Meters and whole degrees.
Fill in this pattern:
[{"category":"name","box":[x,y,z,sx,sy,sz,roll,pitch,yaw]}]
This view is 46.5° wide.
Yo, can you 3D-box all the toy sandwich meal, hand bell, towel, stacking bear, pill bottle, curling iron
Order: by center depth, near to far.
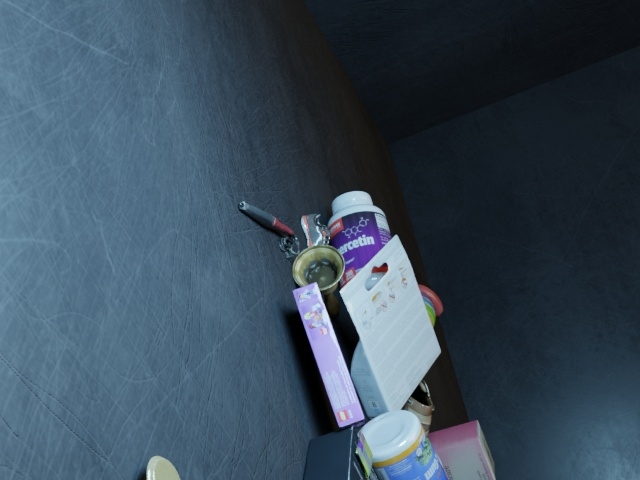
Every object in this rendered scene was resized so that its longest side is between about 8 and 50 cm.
[{"category":"toy sandwich meal","box":[-0.195,0.302,0.896,0.085,0.029,0.085,-23,90,-80]},{"category":"towel","box":[0.084,0.410,1.428,0.083,0.009,0.060,-65,133,-72]},{"category":"pill bottle","box":[0.190,0.510,1.574,0.272,0.152,0.152,63,15,-16]},{"category":"curling iron","box":[-0.108,-0.030,1.667,0.274,0.035,0.068,45,28,-60]},{"category":"hand bell","box":[0.019,0.127,1.840,0.242,0.126,0.126,70,8,-55]},{"category":"pill bottle","box":[0.122,0.023,2.162,0.181,0.181,0.323,47,26,-58]},{"category":"stacking bear","box":[0.333,0.301,2.649,0.289,0.175,0.164,-74,144,-56]}]

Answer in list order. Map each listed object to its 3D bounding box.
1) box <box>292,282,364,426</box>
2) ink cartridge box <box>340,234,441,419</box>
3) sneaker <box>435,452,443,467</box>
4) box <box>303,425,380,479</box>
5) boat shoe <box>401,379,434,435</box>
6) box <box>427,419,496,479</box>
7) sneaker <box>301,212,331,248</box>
[{"category":"box","box":[0.020,0.253,1.576,0.201,0.057,0.293,77,-7,-73]},{"category":"ink cartridge box","box":[0.165,0.224,1.955,0.308,0.091,0.385,-41,116,-45]},{"category":"sneaker","box":[0.203,0.542,1.861,0.236,0.130,0.323,52,7,-19]},{"category":"box","box":[0.066,0.520,1.417,0.184,0.103,0.261,-83,149,-70]},{"category":"boat shoe","box":[0.256,0.435,2.085,0.324,0.123,0.116,-112,-138,-72]},{"category":"box","box":[0.365,0.631,2.125,0.127,0.232,0.148,-49,118,-74]},{"category":"sneaker","box":[0.000,0.000,1.972,0.061,0.065,0.158,-10,79,-76]}]
